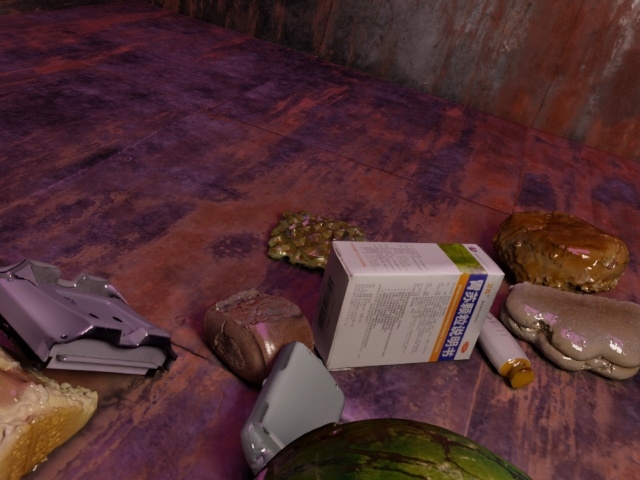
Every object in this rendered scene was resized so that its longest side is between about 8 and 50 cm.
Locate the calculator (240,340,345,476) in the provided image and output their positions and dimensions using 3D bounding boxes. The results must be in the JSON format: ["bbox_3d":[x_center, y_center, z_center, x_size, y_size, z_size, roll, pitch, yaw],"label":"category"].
[{"bbox_3d":[-0.031,0.249,0.862,0.141,0.045,0.246,52,29,-15],"label":"calculator"}]

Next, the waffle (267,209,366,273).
[{"bbox_3d":[0.001,-0.003,1.352,0.223,0.054,0.204,16,30,4],"label":"waffle"}]

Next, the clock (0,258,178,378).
[{"bbox_3d":[-0.339,0.117,0.879,0.186,0.083,0.253,34,2,29],"label":"clock"}]

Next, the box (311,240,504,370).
[{"bbox_3d":[0.149,0.112,1.078,0.299,0.200,0.106,0,31,-22],"label":"box"}]

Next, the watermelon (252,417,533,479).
[{"bbox_3d":[0.077,0.339,0.545,0.363,0.363,0.363,11,30,-6],"label":"watermelon"}]

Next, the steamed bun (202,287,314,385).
[{"bbox_3d":[-0.098,0.147,1.008,0.175,0.106,0.145,30,34,30],"label":"steamed bun"}]

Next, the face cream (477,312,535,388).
[{"bbox_3d":[0.343,0.202,1.158,0.072,0.051,0.182,4,31,-19],"label":"face cream"}]

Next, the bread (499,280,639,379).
[{"bbox_3d":[0.534,0.187,1.217,0.337,0.102,0.183,11,30,-4],"label":"bread"}]

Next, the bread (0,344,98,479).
[{"bbox_3d":[-0.427,0.238,0.748,0.183,0.224,0.211,28,74,11],"label":"bread"}]

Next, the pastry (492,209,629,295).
[{"bbox_3d":[0.550,0.039,1.411,0.255,0.162,0.311,-2,22,-8],"label":"pastry"}]
